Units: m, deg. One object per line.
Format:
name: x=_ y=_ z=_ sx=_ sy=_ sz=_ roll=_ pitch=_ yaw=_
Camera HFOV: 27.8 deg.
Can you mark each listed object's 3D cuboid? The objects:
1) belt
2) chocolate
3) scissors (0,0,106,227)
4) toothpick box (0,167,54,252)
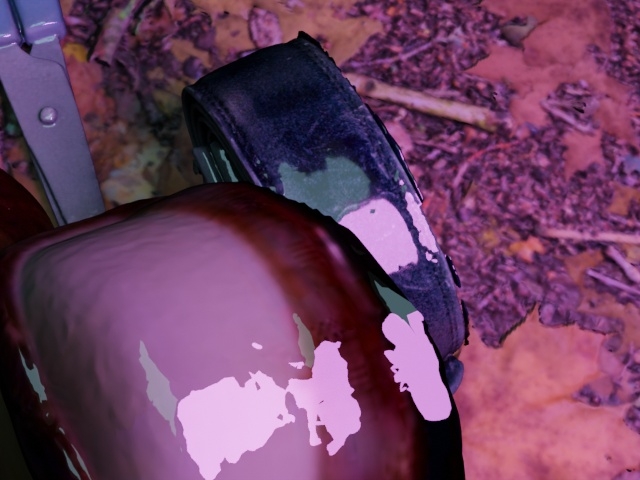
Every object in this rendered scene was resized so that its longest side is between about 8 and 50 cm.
belt: x=0.000 y=0.000 z=0.847 sx=0.116 sy=0.206 sz=0.268 roll=-26 pitch=72 yaw=-11
chocolate: x=-0.087 y=0.117 z=0.722 sx=0.186 sy=0.284 sz=0.283 roll=-24 pitch=66 yaw=-44
scissors: x=-0.218 y=-0.126 z=0.988 sx=0.192 sy=0.029 sz=0.447 roll=-18 pitch=68 yaw=-10
toothpick box: x=-0.287 y=0.077 z=0.816 sx=0.192 sy=0.192 sz=0.294 roll=26 pitch=74 yaw=9
